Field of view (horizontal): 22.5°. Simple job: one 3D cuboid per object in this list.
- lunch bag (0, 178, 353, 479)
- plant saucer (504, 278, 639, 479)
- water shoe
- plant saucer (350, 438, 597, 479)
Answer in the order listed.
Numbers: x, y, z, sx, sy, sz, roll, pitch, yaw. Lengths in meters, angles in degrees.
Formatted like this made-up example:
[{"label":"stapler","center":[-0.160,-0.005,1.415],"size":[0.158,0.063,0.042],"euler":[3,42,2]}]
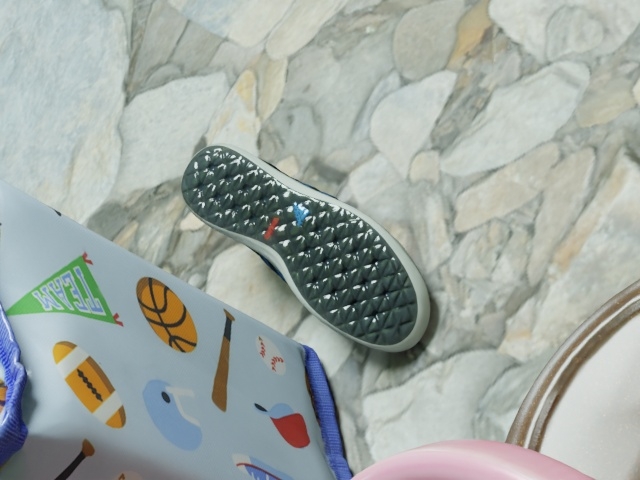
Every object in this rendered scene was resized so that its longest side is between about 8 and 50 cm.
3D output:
[{"label":"lunch bag","center":[-0.212,0.192,0.966],"size":[0.385,0.328,0.239],"euler":[-35,47,20]},{"label":"plant saucer","center":[0.211,0.118,0.799],"size":[0.310,0.050,0.311],"euler":[-22,47,26]},{"label":"water shoe","center":[0.000,0.000,1.070],"size":[0.203,0.080,0.073],"euler":[38,98,21]},{"label":"plant saucer","center":[0.114,0.246,0.727],"size":[0.332,0.084,0.332],"euler":[22,118,48]}]
